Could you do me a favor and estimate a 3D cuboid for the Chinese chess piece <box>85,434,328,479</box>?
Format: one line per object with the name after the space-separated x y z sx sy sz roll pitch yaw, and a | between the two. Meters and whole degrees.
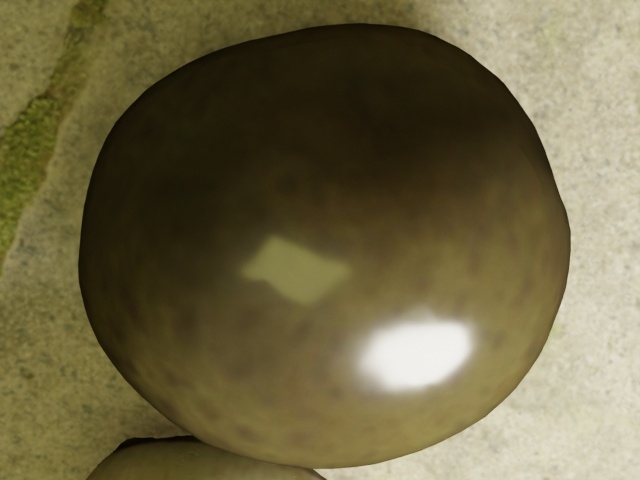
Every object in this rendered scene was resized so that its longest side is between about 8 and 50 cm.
-0.082 0.260 1.423 0.257 0.104 0.257 10 146 7 | Chinese chess piece

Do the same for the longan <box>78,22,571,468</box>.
0.000 0.000 1.315 0.361 0.361 0.360 0 104 1 | longan
